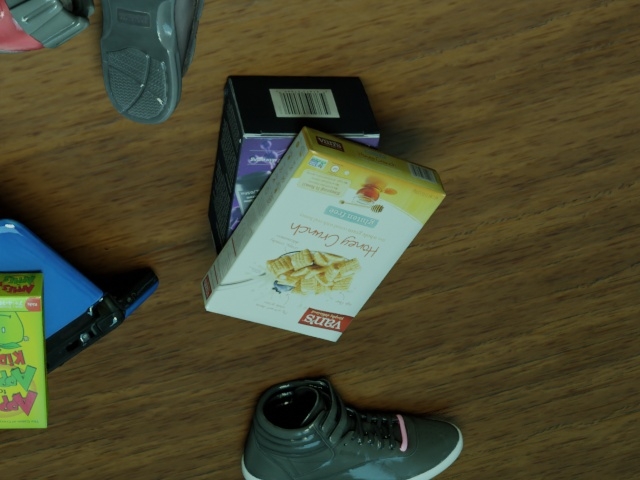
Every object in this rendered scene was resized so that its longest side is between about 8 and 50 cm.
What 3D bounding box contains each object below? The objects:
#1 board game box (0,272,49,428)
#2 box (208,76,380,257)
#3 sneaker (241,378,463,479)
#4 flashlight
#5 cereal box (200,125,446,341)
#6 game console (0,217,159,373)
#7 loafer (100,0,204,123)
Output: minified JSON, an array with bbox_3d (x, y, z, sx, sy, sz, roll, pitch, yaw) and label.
[{"bbox_3d":[-0.338,0.119,1.693,0.092,0.043,0.181,0,125,-7],"label":"board game box"},{"bbox_3d":[-0.033,-0.068,1.750,0.153,0.108,0.207,-2,132,-14],"label":"box"},{"bbox_3d":[0.044,0.248,2.063,0.295,0.105,0.147,-4,138,-5],"label":"sneaker"},{"bbox_3d":[-0.370,-0.184,1.564,0.304,0.103,0.103,-27,121,20],"label":"flashlight"},{"bbox_3d":[0.000,0.000,1.712,0.173,0.047,0.240,15,126,-28],"label":"cereal box"},{"bbox_3d":[-0.365,0.086,1.791,0.293,0.250,0.173,-33,96,16],"label":"game console"},{"bbox_3d":[-0.162,-0.262,1.568,0.109,0.095,0.302,17,128,11],"label":"loafer"}]
